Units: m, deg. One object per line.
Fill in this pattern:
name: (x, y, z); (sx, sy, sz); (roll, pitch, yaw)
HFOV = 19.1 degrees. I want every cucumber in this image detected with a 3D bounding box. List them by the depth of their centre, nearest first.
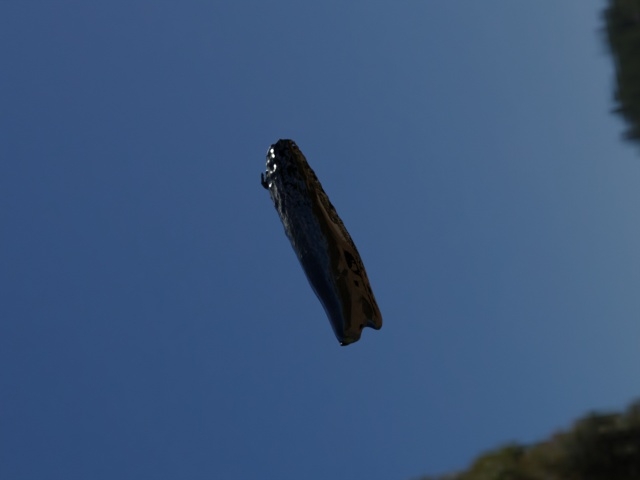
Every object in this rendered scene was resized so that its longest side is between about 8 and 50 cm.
cucumber: (0.000, -0.001, 1.084); (0.034, 0.033, 0.135); (76, 169, -54)
